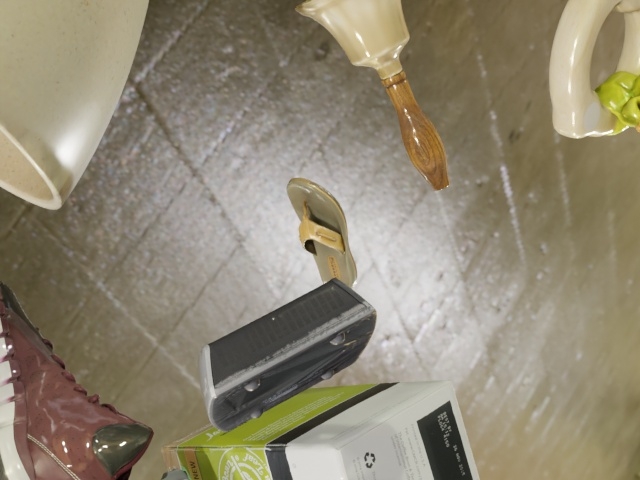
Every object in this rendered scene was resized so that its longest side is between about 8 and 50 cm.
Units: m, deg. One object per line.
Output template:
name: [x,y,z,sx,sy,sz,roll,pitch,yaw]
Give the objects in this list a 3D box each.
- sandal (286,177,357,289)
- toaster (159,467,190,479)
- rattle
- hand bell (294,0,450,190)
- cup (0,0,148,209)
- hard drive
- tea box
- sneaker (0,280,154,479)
sandal: [0.000,0.000,1.405,0.049,0.072,0.180,-45,126,-45]
toaster: [-0.205,0.347,1.168,0.129,0.146,0.227,-31,164,28]
rattle: [0.240,-0.160,0.742,0.130,0.143,0.199,-2,111,-29]
hand bell: [0.080,-0.162,1.121,0.126,0.126,0.242,-36,107,-39]
cup: [-0.262,-0.218,0.820,0.237,0.331,0.331,-55,151,-14]
hard drive: [-0.035,0.110,0.992,0.172,0.054,0.254,-28,167,-9]
tea box: [0.021,0.364,1.298,0.220,0.324,0.328,-20,95,-44]
sneaker: [-0.245,0.154,0.995,0.163,0.281,0.106,7,129,-30]
